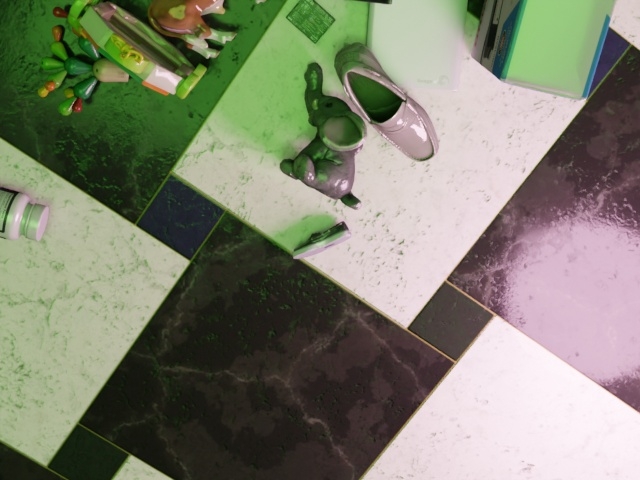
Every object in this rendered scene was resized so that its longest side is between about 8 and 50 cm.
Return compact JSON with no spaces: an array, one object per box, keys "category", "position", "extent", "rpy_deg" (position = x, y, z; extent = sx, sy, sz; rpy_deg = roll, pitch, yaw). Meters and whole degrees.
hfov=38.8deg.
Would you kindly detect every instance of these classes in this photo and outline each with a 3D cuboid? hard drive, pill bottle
[{"category":"hard drive","position":[0.200,-0.471,1.883],"extent":[0.203,0.040,0.308],"rpy_deg":[3,107,-2]},{"category":"pill bottle","position":[-0.695,-0.062,1.966],"extent":[0.193,0.108,0.108],"rpy_deg":[16,107,-6]}]

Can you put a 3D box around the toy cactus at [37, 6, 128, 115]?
[{"category":"toy cactus","position":[-0.489,-0.363,1.886],"extent":[0.180,0.112,0.219],"rpy_deg":[6,99,-13]}]

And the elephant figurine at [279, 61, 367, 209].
[{"category":"elephant figurine","position":[0.028,-0.222,1.910],"extent":[0.186,0.169,0.239],"rpy_deg":[28,90,-38]}]

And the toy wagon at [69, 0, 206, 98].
[{"category":"toy wagon","position":[-0.356,-0.372,1.747],"extent":[0.267,0.344,0.068],"rpy_deg":[37,106,-11]}]

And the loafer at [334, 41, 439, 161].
[{"category":"loafer","position":[0.138,-0.267,1.880],"extent":[0.112,0.111,0.319],"rpy_deg":[-32,122,26]}]

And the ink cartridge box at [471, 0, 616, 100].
[{"category":"ink cartridge box","position":[0.417,-0.444,1.710],"extent":[0.166,0.395,0.286],"rpy_deg":[12,107,-2]}]

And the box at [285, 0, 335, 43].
[{"category":"box","position":[-0.020,-0.462,1.893],"extent":[0.083,0.018,0.067],"rpy_deg":[39,103,-12]}]

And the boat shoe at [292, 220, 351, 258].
[{"category":"boat shoe","position":[0.000,0.000,2.031],"extent":[0.142,0.049,0.040],"rpy_deg":[-23,73,8]}]

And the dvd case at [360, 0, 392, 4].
[{"category":"dvd case","position":[0.076,-0.596,1.827],"extent":[0.164,0.018,0.221],"rpy_deg":[10,108,16]}]

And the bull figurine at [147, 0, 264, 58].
[{"category":"bull figurine","position":[-0.205,-0.519,1.822],"extent":[0.188,0.101,0.310],"rpy_deg":[41,96,-14]}]
